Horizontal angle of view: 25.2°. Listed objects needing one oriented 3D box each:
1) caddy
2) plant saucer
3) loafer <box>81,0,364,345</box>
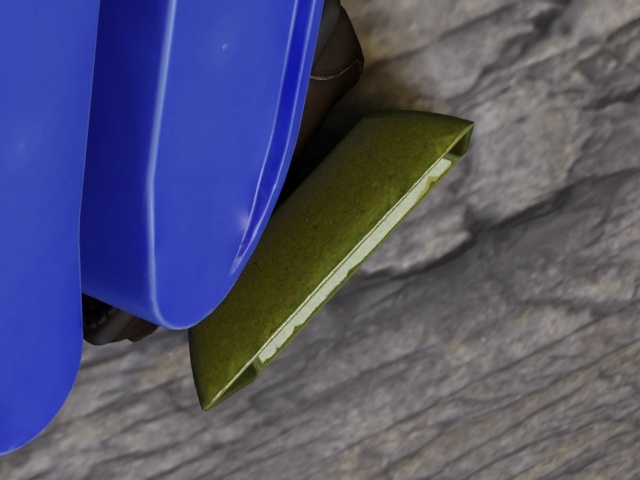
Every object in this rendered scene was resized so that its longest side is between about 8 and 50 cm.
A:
[{"bbox_3d":[-0.131,-0.089,0.556,0.241,0.179,0.341,-36,147,-47],"label":"caddy"},{"bbox_3d":[0.000,0.000,0.761,0.188,0.045,0.188,-47,176,3],"label":"plant saucer"},{"bbox_3d":[-0.046,-0.030,0.732,0.220,0.080,0.078,-51,135,7],"label":"loafer"}]
